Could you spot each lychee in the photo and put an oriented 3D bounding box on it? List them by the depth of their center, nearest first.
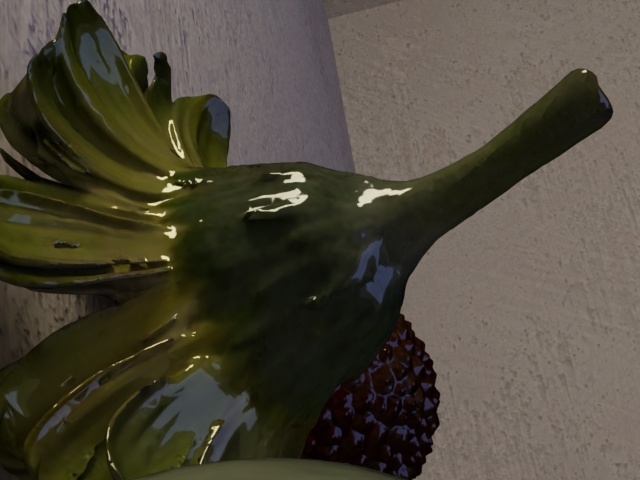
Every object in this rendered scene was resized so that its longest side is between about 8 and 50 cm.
[{"bbox_3d":[-0.002,0.132,0.979,0.188,0.188,0.188,-13,90,-84],"label":"lychee"}]

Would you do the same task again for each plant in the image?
[{"bbox_3d":[-0.020,0.028,0.636,0.261,0.297,0.306,95,-23,-57],"label":"plant"}]

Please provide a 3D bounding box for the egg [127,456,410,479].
[{"bbox_3d":[-0.015,0.188,0.293,0.352,0.258,0.258,-112,-173,-77],"label":"egg"}]
